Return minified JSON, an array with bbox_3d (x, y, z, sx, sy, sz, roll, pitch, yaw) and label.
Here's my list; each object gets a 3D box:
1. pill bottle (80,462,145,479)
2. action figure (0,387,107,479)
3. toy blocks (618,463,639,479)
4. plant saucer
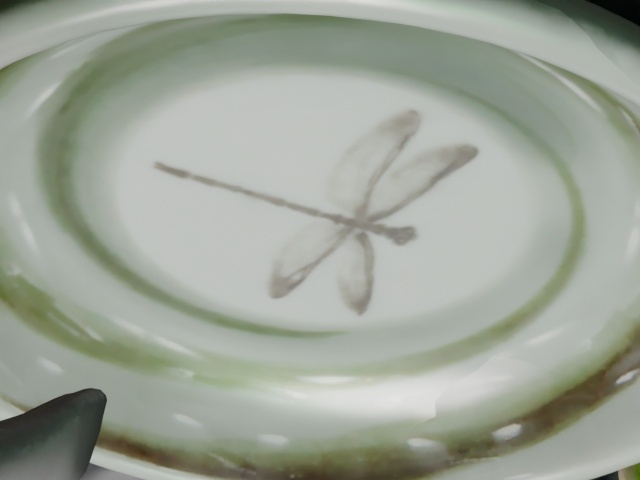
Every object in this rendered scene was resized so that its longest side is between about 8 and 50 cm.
[{"bbox_3d":[-0.151,0.270,0.896,0.153,0.153,0.264,14,145,-12],"label":"pill bottle"},{"bbox_3d":[-0.211,-0.093,0.279,0.330,0.178,0.341,13,127,10],"label":"action figure"},{"bbox_3d":[0.270,0.127,0.722,0.123,0.054,0.148,14,144,-14],"label":"toy blocks"},{"bbox_3d":[0.000,0.000,0.533,0.401,0.100,0.400,3,145,2],"label":"plant saucer"}]
